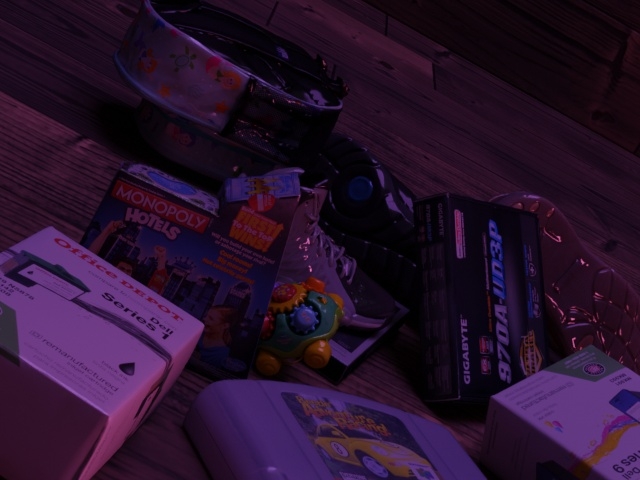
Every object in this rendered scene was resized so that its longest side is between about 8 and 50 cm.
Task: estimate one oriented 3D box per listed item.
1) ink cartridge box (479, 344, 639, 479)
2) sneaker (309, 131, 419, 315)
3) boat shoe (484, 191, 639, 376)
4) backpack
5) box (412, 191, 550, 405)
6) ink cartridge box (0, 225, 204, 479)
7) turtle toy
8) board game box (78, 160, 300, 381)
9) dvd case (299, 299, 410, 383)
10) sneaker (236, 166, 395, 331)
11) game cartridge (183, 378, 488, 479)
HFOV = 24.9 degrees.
[{"bbox_3d":[0.283,0.209,1.389,0.154,0.093,0.212,-21,41,-34],"label":"ink cartridge box"},{"bbox_3d":[0.089,0.002,1.755,0.341,0.125,0.140,46,7,25],"label":"sneaker"},{"bbox_3d":[0.295,0.065,1.770,0.324,0.123,0.116,54,-15,-19],"label":"boat shoe"},{"bbox_3d":[-0.127,-0.186,1.747,0.253,0.191,0.225,28,15,-27],"label":"backpack"},{"bbox_3d":[0.176,0.069,1.563,0.051,0.220,0.175,-12,-16,41],"label":"box"},{"bbox_3d":[-0.201,0.086,1.085,0.160,0.092,0.219,32,19,3],"label":"ink cartridge box"},{"bbox_3d":[-0.039,0.075,1.369,0.095,0.130,0.066,-74,148,-53],"label":"turtle toy"},{"bbox_3d":[-0.108,0.008,1.270,0.194,0.194,0.060,26,19,-15],"label":"board game box"},{"bbox_3d":[-0.013,0.062,1.539,0.179,0.029,0.239,34,20,9],"label":"dvd case"},{"bbox_3d":[0.000,0.000,1.461,0.229,0.132,0.086,23,21,-20],"label":"sneaker"},{"bbox_3d":[0.035,0.201,1.221,0.294,0.060,0.196,16,19,-37],"label":"game cartridge"}]
